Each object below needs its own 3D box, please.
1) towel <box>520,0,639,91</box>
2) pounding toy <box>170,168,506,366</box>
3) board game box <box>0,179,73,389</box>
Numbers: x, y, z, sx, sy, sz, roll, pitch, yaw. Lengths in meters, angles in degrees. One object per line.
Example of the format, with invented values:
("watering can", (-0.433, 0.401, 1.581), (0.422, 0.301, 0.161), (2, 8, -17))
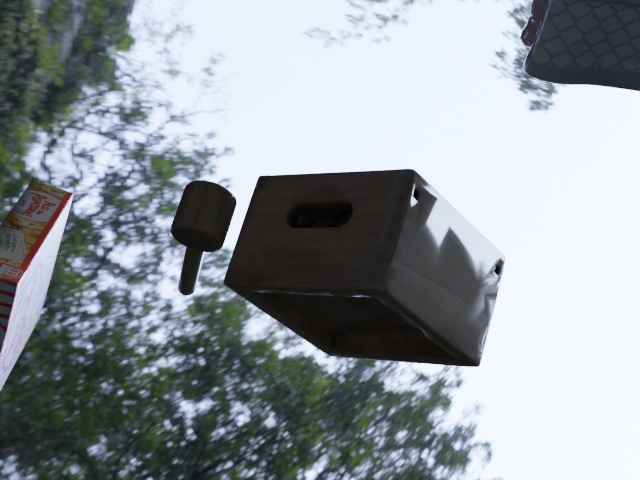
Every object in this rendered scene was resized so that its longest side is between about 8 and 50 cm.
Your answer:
("towel", (0.312, -0.175, 0.767), (0.332, 0.317, 0.053), (9, -116, -1))
("pounding toy", (-0.011, -0.003, 0.814), (0.181, 0.206, 0.094), (0, -116, 38))
("board game box", (-0.282, 0.050, 1.127), (0.045, 0.193, 0.147), (18, -65, -5))
